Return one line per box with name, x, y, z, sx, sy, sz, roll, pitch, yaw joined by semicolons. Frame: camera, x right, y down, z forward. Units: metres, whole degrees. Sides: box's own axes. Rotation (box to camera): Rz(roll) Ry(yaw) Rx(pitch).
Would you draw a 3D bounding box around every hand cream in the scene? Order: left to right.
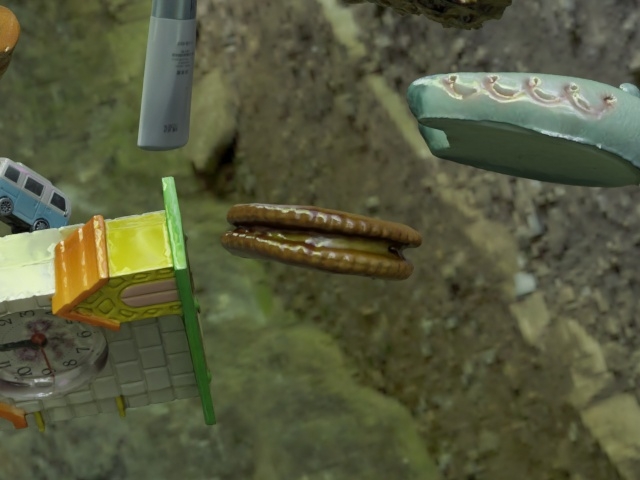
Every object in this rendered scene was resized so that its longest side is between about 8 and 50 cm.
hand cream;-0.174;-0.229;1.601;0.048;0.079;0.255;26;116;42

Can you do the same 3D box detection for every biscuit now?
biscuit;0.000;0.000;1.485;0.220;0.220;0.066;-174;93;-80

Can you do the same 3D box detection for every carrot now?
carrot;-0.436;-0.250;1.757;0.193;0.087;0.087;-29;76;58

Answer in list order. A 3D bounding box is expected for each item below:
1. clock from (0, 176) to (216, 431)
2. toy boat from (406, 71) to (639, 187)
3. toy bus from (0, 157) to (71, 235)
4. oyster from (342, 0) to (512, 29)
clock;-0.229;0.079;1.168;0.220;0.255;0.106;85;173;-47
toy boat;0.176;-0.101;1.101;0.134;0.207;0.079;56;-134;-68
toy bus;-0.364;-0.048;1.665;0.060;0.075;0.123;0;153;46
oyster;0.033;-0.309;1.486;0.396;0.111;0.204;23;158;18
